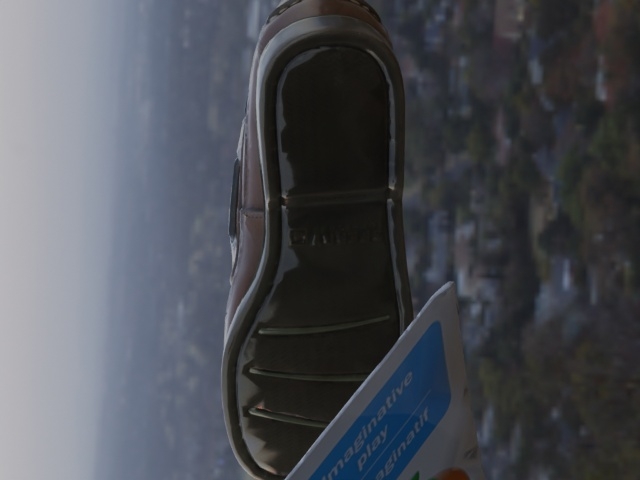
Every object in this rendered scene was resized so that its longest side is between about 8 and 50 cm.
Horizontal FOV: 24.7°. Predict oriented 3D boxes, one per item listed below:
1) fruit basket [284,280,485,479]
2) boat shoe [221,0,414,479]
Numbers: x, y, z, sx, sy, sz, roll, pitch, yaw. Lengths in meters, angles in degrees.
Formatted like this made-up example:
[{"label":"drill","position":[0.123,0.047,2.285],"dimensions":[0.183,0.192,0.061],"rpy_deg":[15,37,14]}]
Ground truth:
[{"label":"fruit basket","position":[-0.029,0.230,0.398],"dimensions":[0.327,0.165,0.353],"rpy_deg":[-46,-29,-26]},{"label":"boat shoe","position":[0.000,0.000,0.865],"dimensions":[0.104,0.111,0.307],"rpy_deg":[-103,20,-60]}]
